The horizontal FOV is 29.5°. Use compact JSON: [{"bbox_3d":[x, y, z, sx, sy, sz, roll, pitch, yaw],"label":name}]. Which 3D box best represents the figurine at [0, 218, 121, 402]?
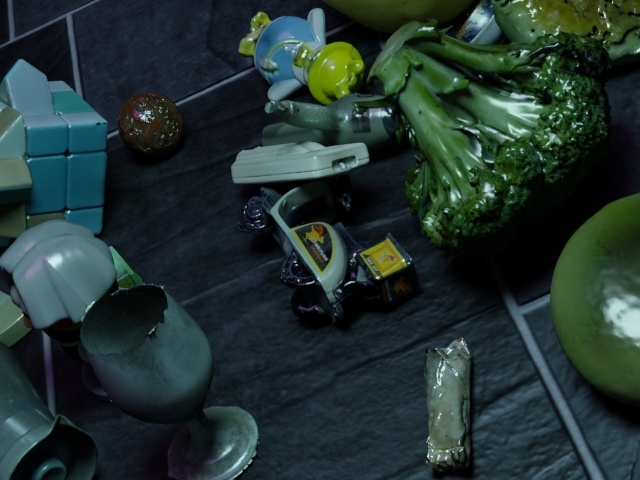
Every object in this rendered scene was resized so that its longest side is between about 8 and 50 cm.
[{"bbox_3d":[-0.294,0.076,1.483,0.133,0.236,0.176,-43,45,-14],"label":"figurine"}]

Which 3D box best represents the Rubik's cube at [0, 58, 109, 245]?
[{"bbox_3d":[-0.426,-0.117,1.707,0.213,0.265,0.224,-7,28,-30],"label":"Rubik's cube"}]

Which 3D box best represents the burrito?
[{"bbox_3d":[0.137,0.173,1.307,0.051,0.042,0.171,-15,47,19],"label":"burrito"}]

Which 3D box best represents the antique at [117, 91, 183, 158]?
[{"bbox_3d":[-0.252,-0.170,1.802,0.104,0.104,0.104,-15,44,15],"label":"antique"}]

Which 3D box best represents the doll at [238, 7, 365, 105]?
[{"bbox_3d":[-0.019,-0.262,1.771,0.135,0.098,0.241,-39,41,-18],"label":"doll"}]

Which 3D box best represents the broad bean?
[{"bbox_3d":[0.362,0.044,1.256,0.238,0.119,0.291,14,59,26],"label":"broad bean"}]

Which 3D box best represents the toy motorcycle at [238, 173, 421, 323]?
[{"bbox_3d":[0.000,0.000,1.515,0.157,0.091,0.263,-26,44,-9],"label":"toy motorcycle"}]

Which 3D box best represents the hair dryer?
[{"bbox_3d":[-0.026,-0.151,1.629,0.219,0.225,0.088,-12,80,56],"label":"hair dryer"}]

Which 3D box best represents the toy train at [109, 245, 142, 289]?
[{"bbox_3d":[-0.283,0.047,1.653,0.056,0.038,0.093,-36,42,-12],"label":"toy train"}]

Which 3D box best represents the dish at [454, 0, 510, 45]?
[{"bbox_3d":[0.253,-0.291,1.680,0.141,0.078,0.141,-51,12,16],"label":"dish"}]

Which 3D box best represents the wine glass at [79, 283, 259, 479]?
[{"bbox_3d":[-0.163,0.159,1.331,0.127,0.241,0.126,-14,42,13],"label":"wine glass"}]

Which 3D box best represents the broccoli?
[{"bbox_3d":[0.181,-0.132,1.409,0.303,0.283,0.321,-57,17,-10],"label":"broccoli"}]

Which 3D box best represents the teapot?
[{"bbox_3d":[-0.389,0.243,1.444,0.225,0.171,0.203,30,99,36],"label":"teapot"}]

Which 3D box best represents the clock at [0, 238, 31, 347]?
[{"bbox_3d":[-0.478,0.079,1.736,0.235,0.029,0.235,-16,42,15],"label":"clock"}]

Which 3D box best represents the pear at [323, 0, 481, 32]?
[{"bbox_3d":[0.101,-0.451,1.754,0.309,0.309,0.309,-15,44,15],"label":"pear"}]

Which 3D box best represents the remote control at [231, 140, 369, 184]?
[{"bbox_3d":[-0.034,-0.103,1.589,0.090,0.049,0.230,-15,8,-33],"label":"remote control"}]

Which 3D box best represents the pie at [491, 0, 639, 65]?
[{"bbox_3d":[0.377,-0.375,1.592,0.297,0.078,0.371,20,72,2],"label":"pie"}]
